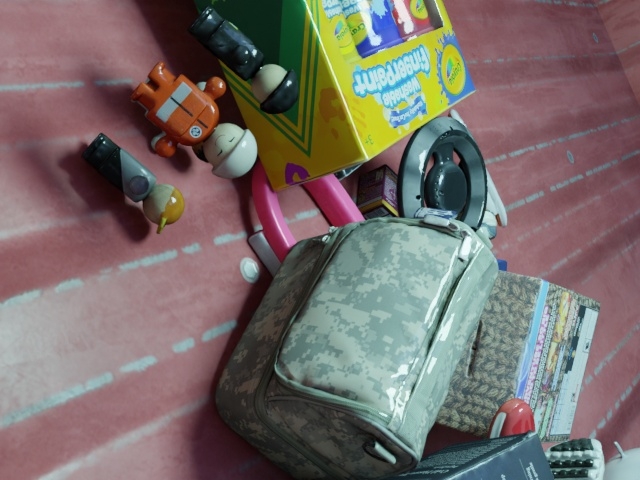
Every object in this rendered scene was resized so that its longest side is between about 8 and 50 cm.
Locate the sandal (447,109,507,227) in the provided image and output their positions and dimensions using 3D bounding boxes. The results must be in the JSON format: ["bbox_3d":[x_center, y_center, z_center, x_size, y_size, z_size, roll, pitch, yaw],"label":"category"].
[{"bbox_3d":[0.274,-0.127,1.645,0.265,0.076,0.102,58,11,-29],"label":"sandal"}]

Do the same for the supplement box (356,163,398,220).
[{"bbox_3d":[0.093,-0.073,1.401,0.043,0.055,0.083,38,44,-35],"label":"supplement box"}]

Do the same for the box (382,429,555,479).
[{"bbox_3d":[0.148,0.439,0.999,0.312,0.179,0.343,-13,80,-35],"label":"box"}]

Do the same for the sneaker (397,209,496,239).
[{"bbox_3d":[0.206,0.015,1.476,0.283,0.110,0.122,-7,87,-46],"label":"sneaker"}]

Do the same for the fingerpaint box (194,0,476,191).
[{"bbox_3d":[0.032,-0.320,1.259,0.445,0.163,0.371,-35,106,-56],"label":"fingerpaint box"}]

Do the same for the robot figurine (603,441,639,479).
[{"bbox_3d":[0.624,0.538,1.605,0.300,0.199,0.354,12,61,-59],"label":"robot figurine"}]

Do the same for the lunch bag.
[{"bbox_3d":[0.060,0.122,1.025,0.212,0.256,0.305,46,55,-25],"label":"lunch bag"}]

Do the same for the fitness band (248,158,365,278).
[{"bbox_3d":[0.000,0.000,1.242,0.291,0.054,0.209,56,36,-16],"label":"fitness band"}]

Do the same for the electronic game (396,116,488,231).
[{"bbox_3d":[0.193,-0.078,1.363,0.229,0.048,0.229,-4,96,-47],"label":"electronic game"}]

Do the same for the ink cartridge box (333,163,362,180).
[{"bbox_3d":[0.022,-0.217,1.403,0.206,0.045,0.208,60,34,-9],"label":"ink cartridge box"}]

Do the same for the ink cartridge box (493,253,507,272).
[{"bbox_3d":[0.226,0.129,1.393,0.311,0.065,0.186,-11,106,-56],"label":"ink cartridge box"}]

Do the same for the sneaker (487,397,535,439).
[{"bbox_3d":[0.285,0.318,1.113,0.087,0.128,0.221,-15,106,-36],"label":"sneaker"}]

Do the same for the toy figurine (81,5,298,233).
[{"bbox_3d":[-0.145,-0.133,0.997,0.148,0.209,0.213,40,41,-15],"label":"toy figurine"}]

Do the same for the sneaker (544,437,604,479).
[{"bbox_3d":[0.349,0.408,1.253,0.118,0.110,0.292,60,43,-22],"label":"sneaker"}]

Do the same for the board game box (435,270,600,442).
[{"bbox_3d":[0.292,0.174,1.318,0.291,0.141,0.232,18,85,-55],"label":"board game box"}]
